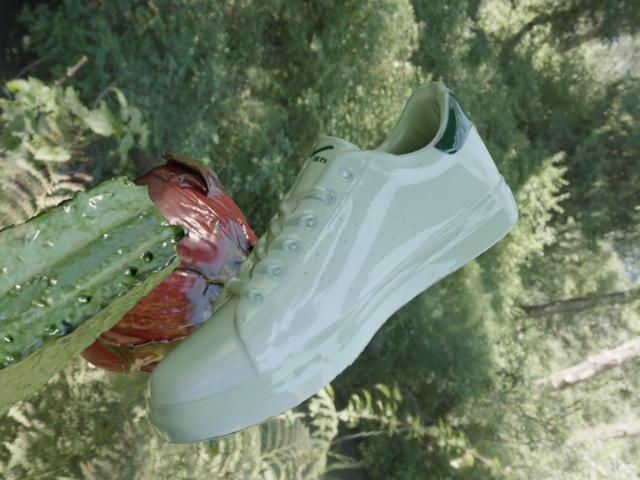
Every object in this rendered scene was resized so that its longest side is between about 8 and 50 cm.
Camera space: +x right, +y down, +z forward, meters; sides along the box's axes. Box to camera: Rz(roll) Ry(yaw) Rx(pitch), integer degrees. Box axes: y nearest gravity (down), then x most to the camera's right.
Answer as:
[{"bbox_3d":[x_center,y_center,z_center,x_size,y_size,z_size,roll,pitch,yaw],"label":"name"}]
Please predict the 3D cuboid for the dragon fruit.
[{"bbox_3d":[-0.116,0.044,0.599,0.218,0.148,0.223,-48,157,-54],"label":"dragon fruit"}]

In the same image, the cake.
[{"bbox_3d":[-0.212,0.050,0.449,0.100,0.235,0.099,47,-27,15],"label":"cake"}]

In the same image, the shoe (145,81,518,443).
[{"bbox_3d":[0.000,0.000,0.366,0.095,0.265,0.110,10,-53,59],"label":"shoe"}]
